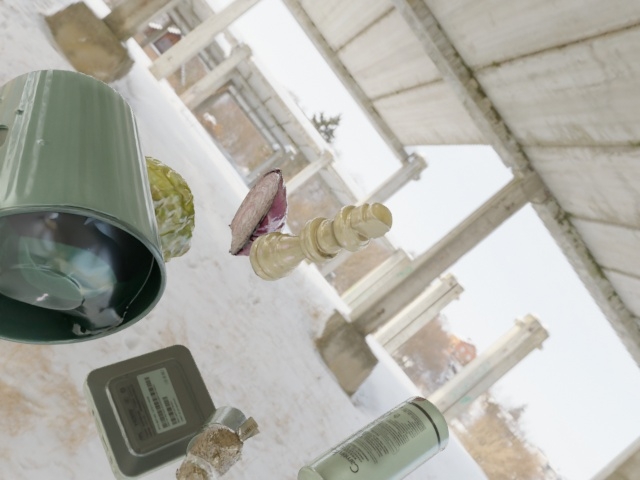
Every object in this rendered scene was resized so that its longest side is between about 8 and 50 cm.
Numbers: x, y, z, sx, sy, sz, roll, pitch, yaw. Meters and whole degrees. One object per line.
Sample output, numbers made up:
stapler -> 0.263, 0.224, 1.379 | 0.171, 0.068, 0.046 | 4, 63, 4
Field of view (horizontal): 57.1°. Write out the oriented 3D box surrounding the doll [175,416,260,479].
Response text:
doll -> -0.238, 0.487, 1.352 | 0.115, 0.221, 0.105 | 33, -21, 36

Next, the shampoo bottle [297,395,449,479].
shampoo bottle -> 0.055, 0.297, 0.771 | 0.085, 0.262, 0.085 | 27, -54, 44

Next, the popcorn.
popcorn -> -0.422, -0.056, 1.370 | 0.237, 0.293, 0.293 | 28, -8, 13

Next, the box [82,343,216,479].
box -> -0.537, 0.544, 1.901 | 0.367, 0.373, 0.090 | 59, -44, 20

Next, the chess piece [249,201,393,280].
chess piece -> 0.000, 0.000, 1.296 | 0.397, 0.117, 0.117 | -19, -63, 46

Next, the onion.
onion -> -0.142, -0.066, 1.583 | 0.111, 0.247, 0.250 | 31, 19, -21

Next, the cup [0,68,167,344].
cup -> -0.462, -0.045, 0.953 | 0.310, 0.400, 0.392 | 72, 1, -50

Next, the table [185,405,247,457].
table -> -0.278, 0.548, 1.614 | 0.126, 0.126, 0.220 | 51, 3, 1
